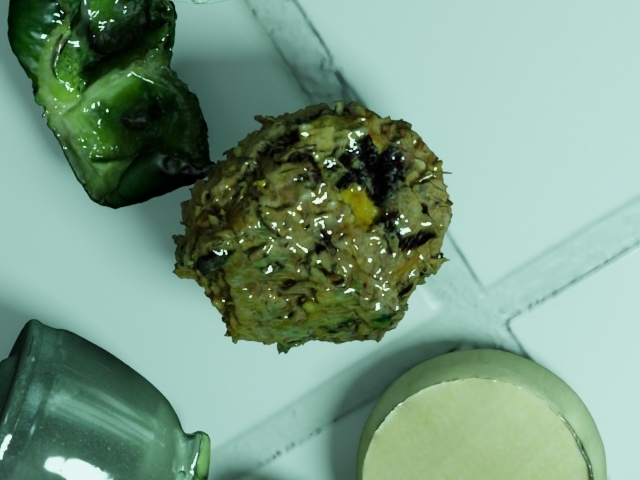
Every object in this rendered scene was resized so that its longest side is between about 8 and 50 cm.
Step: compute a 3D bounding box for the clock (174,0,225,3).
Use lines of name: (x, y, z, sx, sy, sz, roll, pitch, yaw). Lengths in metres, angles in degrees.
clock: (-0.116, -0.344, 1.604, 0.236, 0.053, 0.236, 0, 97, -1)

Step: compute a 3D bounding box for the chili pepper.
chili pepper: (-0.205, -0.164, 1.642, 0.148, 0.116, 0.264, -25, 98, 24)

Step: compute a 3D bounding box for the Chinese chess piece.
Chinese chess piece: (0.159, 0.232, 1.679, 0.250, 0.103, 0.250, 2, 103, 8)

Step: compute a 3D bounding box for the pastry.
pastry: (0.000, 0.000, 1.572, 0.275, 0.275, 0.193, -29, 55, 12)

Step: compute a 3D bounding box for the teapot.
teapot: (-0.248, 0.262, 1.676, 0.239, 0.239, 0.321, 22, 100, -12)
